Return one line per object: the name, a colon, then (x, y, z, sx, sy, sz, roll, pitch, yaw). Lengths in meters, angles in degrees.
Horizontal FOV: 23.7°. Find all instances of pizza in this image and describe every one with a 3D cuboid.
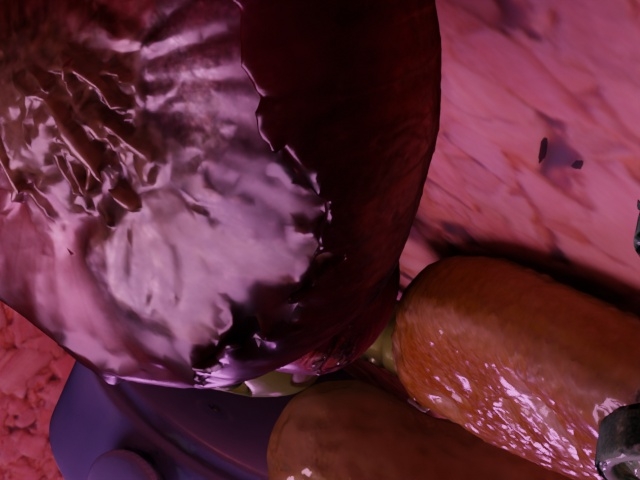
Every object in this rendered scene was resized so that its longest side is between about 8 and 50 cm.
pizza: (0.129, 0.083, 0.913, 0.182, 0.074, 0.365, 41, 168, -4)

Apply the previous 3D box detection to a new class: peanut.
peanut: (0.115, 0.191, 1.150, 0.319, 0.147, 0.147, 22, 169, -2)

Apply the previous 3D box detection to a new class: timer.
timer: (-0.103, 0.219, 1.554, 0.395, 0.173, 0.395, 25, -159, -10)

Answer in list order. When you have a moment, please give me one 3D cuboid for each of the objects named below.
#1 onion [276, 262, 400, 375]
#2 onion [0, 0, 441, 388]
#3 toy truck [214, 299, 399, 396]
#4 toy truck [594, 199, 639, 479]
onion: (0.000, 0.000, 0.922, 0.150, 0.150, 0.140, 41, 140, -14)
onion: (-0.059, -0.083, 0.592, 0.272, 0.195, 0.272, 13, 113, 34)
toy truck: (-0.032, 0.042, 1.131, 0.210, 0.148, 0.187, 14, -177, -39)
toy truck: (0.200, 0.082, 0.635, 0.135, 0.128, 0.259, 3, 151, 26)
